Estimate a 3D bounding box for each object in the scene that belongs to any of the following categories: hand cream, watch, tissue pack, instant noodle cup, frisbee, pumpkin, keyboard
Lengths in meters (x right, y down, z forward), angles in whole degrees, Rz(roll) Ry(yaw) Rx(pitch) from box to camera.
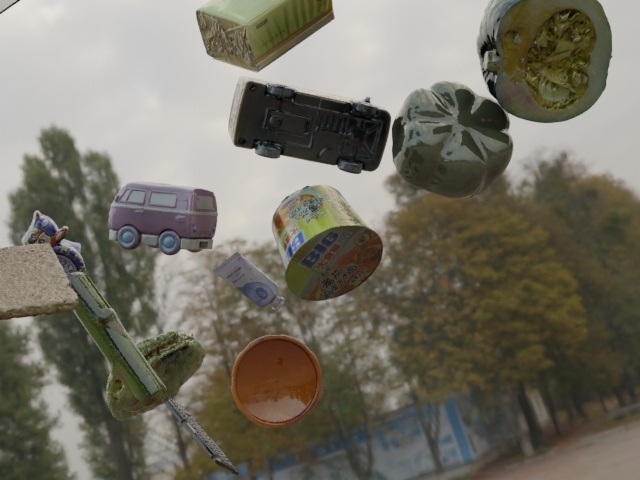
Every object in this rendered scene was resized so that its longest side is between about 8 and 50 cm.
[{"bbox_3d":[-0.129,0.083,1.869,0.084,0.142,0.053,-36,24,39],"label":"hand cream"},{"bbox_3d":[-0.619,0.059,2.238,0.171,0.196,0.200,28,-10,-18],"label":"watch"},{"bbox_3d":[-0.106,-0.451,1.958,0.234,0.159,0.125,-39,-44,-28],"label":"tissue pack"},{"bbox_3d":[0.000,0.000,1.908,0.205,0.153,0.205,-16,-44,-16],"label":"instant noodle cup"},{"bbox_3d":[-0.092,0.290,2.035,0.192,0.192,0.035,-16,-3,-14],"label":"frisbee"},{"bbox_3d":[0.442,-0.410,2.038,0.263,0.293,0.197,-6,31,-9],"label":"pumpkin"},{"bbox_3d":[-0.284,0.454,2.311,0.016,0.262,0.106,-49,-39,-4],"label":"keyboard"}]

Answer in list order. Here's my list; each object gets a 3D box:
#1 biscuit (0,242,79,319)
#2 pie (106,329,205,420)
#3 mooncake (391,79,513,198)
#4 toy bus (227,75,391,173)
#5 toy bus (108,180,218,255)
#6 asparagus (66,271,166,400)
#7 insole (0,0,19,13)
[{"bbox_3d":[-0.411,0.055,1.339,0.131,0.025,0.231,-5,21,-22],"label":"biscuit"},{"bbox_3d":[-0.350,0.287,2.104,0.248,0.090,0.201,-32,-35,-30],"label":"pie"},{"bbox_3d":[0.283,-0.219,2.100,0.274,0.275,0.135,-14,-24,-23],"label":"mooncake"},{"bbox_3d":[-0.029,-0.281,2.339,0.365,0.177,0.202,10,14,-17],"label":"toy bus"},{"bbox_3d":[-0.327,-0.048,2.044,0.202,0.142,0.142,6,5,19],"label":"toy bus"},{"bbox_3d":[-0.374,0.175,1.764,0.067,0.278,0.060,-37,-12,6],"label":"asparagus"},{"bbox_3d":[-0.619,-0.464,1.935,0.309,0.110,0.012,-29,-58,12],"label":"insole"}]
